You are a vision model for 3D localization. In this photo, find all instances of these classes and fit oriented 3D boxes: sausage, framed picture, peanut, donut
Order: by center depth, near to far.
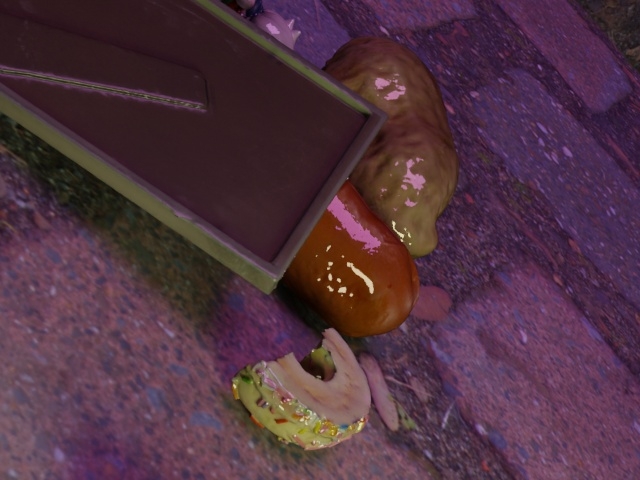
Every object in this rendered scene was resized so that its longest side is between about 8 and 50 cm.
[{"bbox_3d":[-0.009,0.152,1.266,0.108,0.065,0.166,53,26,11],"label":"donut"},{"bbox_3d":[-0.169,-0.166,1.336,0.446,0.028,0.326,35,41,-1],"label":"framed picture"},{"bbox_3d":[0.002,-0.002,1.423,0.258,0.133,0.133,45,27,-5],"label":"sausage"},{"bbox_3d":[0.073,-0.120,1.642,0.192,0.169,0.387,25,34,-28],"label":"peanut"}]

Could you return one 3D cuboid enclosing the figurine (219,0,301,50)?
[{"bbox_3d":[-0.079,-0.261,1.684,0.153,0.132,0.132,58,25,-11],"label":"figurine"}]
